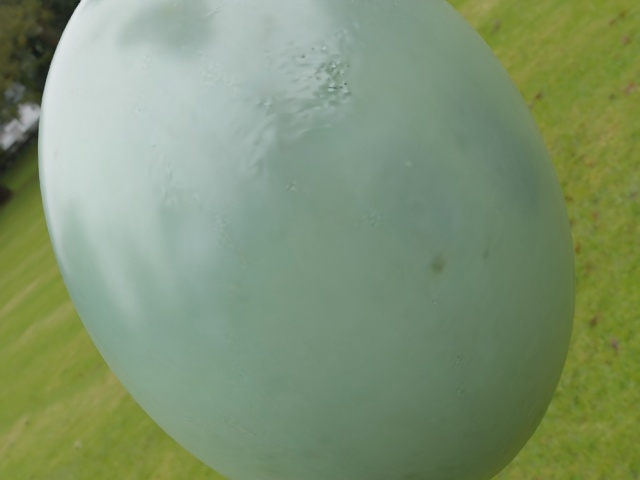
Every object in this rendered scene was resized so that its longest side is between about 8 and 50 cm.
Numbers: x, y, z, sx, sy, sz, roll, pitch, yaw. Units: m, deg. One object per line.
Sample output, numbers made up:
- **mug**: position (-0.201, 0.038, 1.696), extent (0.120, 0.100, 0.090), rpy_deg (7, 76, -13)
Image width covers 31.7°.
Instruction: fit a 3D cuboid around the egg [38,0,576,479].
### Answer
- **egg**: position (0.000, 0.000, 0.647), extent (0.276, 0.389, 0.276), rpy_deg (-22, 33, 16)
